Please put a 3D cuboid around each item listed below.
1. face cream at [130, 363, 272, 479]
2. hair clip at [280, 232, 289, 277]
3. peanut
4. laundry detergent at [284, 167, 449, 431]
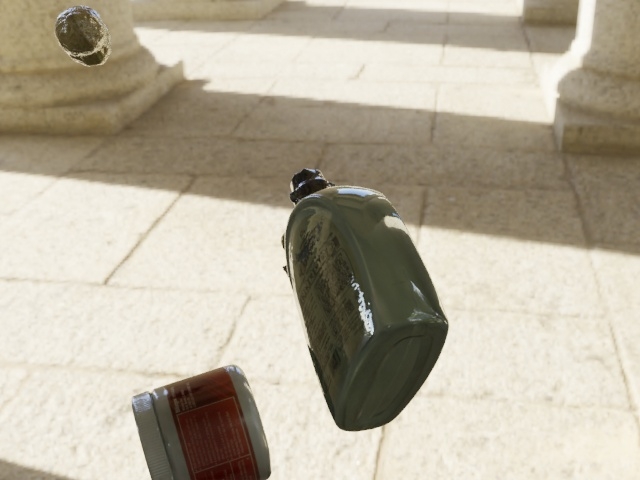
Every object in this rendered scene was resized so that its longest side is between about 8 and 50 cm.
[{"bbox_3d":[-0.193,0.321,1.404,0.187,0.201,0.201,-16,27,-12],"label":"face cream"},{"bbox_3d":[0.000,0.000,1.511,0.116,0.049,0.172,38,79,9],"label":"hair clip"},{"bbox_3d":[-0.423,-0.364,1.531,0.090,0.099,0.214,-14,5,-6],"label":"peanut"},{"bbox_3d":[0.023,0.042,0.934,0.105,0.215,0.281,-6,47,-26],"label":"laundry detergent"}]
